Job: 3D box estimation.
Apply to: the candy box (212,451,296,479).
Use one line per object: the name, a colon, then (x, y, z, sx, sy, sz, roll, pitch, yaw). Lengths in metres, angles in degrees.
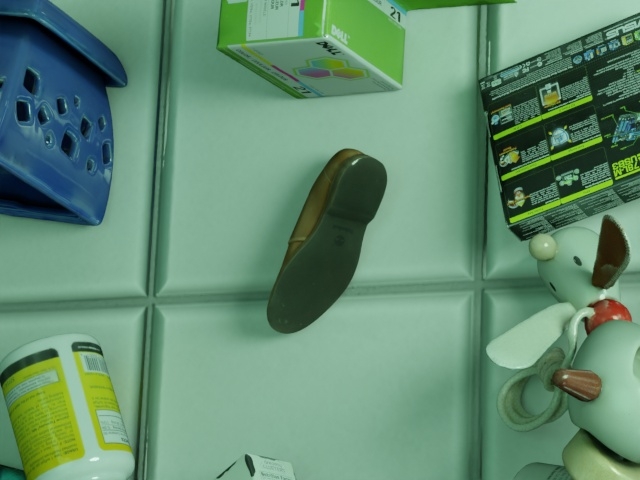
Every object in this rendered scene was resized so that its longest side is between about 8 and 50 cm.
candy box: (-0.079, 0.343, 1.700, 0.165, 0.070, 0.196, -43, 50, 27)

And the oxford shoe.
oxford shoe: (0.000, 0.000, 1.786, 0.212, 0.076, 0.076, -62, 30, 6)

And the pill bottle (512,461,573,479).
pill bottle: (0.287, 0.282, 1.522, 0.229, 0.131, 0.131, 6, 82, 29)

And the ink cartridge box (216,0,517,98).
ink cartridge box: (0.049, -0.224, 1.727, 0.255, 0.189, 0.097, -1, 78, 28)

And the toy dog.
toy dog: (0.234, 0.090, 1.499, 0.220, 0.161, 0.334, -59, 28, 2)

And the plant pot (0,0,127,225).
plant pot: (-0.371, -0.160, 1.919, 0.236, 0.236, 0.212, 7, 76, 29)

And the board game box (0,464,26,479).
board game box: (-0.386, 0.350, 1.925, 0.126, 0.026, 0.186, 9, 83, 29)

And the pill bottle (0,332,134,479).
pill bottle: (-0.273, 0.218, 1.841, 0.119, 0.119, 0.208, -28, 67, 20)

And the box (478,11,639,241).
box: (0.260, -0.113, 1.653, 0.191, 0.045, 0.184, -22, 58, 22)
